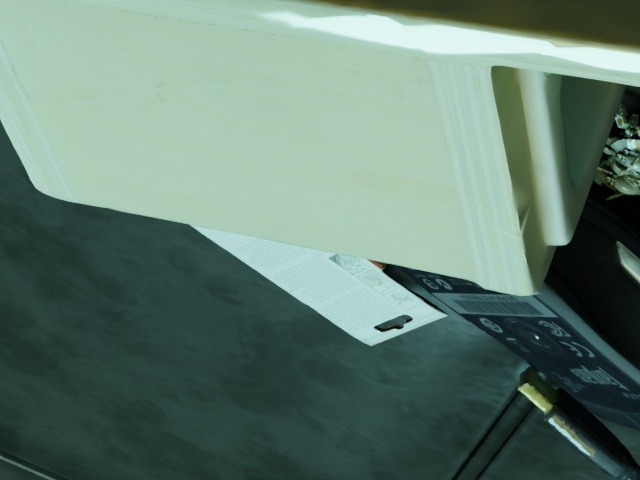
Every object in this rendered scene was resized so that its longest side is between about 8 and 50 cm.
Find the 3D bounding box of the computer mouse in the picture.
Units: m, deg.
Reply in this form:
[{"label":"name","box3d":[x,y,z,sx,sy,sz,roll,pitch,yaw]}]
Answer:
[{"label":"computer mouse","box3d":[0.118,0.040,0.840,0.262,0.060,0.184,36,167,-13]}]

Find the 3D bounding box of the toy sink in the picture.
[{"label":"toy sink","box3d":[0.030,-0.084,0.599,0.234,0.152,0.131,10,147,20]}]

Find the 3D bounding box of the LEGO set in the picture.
[{"label":"LEGO set","box3d":[0.127,-0.021,0.757,0.083,0.023,0.054,38,147,-23]}]

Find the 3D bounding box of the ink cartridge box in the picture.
[{"label":"ink cartridge box","box3d":[0.000,0.000,0.873,0.115,0.029,0.063,35,148,-21]}]
